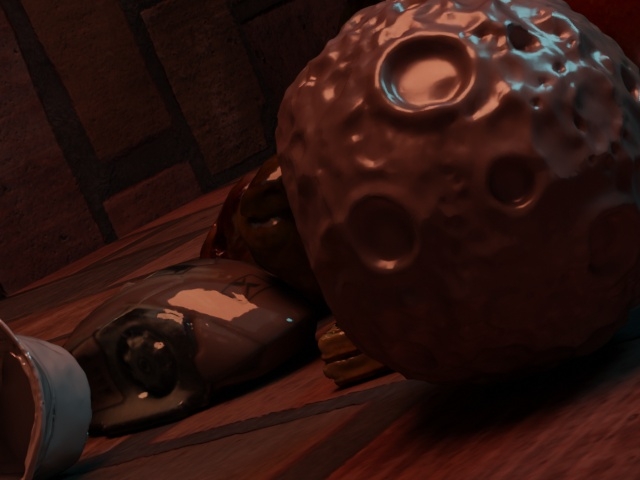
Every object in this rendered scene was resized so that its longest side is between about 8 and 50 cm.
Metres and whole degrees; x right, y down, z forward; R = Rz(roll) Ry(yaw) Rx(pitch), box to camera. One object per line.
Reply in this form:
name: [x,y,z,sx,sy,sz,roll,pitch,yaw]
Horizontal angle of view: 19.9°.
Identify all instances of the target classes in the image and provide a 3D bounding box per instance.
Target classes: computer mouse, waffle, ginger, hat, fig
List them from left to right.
hat: [-0.259,0.138,1.441,0.203,0.203,0.126,-19,-11,32]
computer mouse: [-0.157,0.089,1.629,0.389,0.115,0.199,-16,6,43]
fig: [-0.015,-0.008,1.778,0.231,0.143,0.160,-30,-26,-43]
waffle: [0.077,0.059,1.366,0.148,0.042,0.102,-21,7,22]
ginger: [0.090,-0.030,1.495,0.321,0.165,0.172,-7,-2,33]

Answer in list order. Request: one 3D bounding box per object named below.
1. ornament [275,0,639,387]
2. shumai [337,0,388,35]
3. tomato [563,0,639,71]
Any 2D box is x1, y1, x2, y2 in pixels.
ornament: [0.101,-0.039,1.136,0.225,0.259,0.259,-18,7,9]
shumai: [0.193,-0.153,1.722,0.288,0.292,0.330,-20,30,-23]
tomato: [0.337,-0.210,1.516,0.293,0.289,0.325,-20,23,23]
